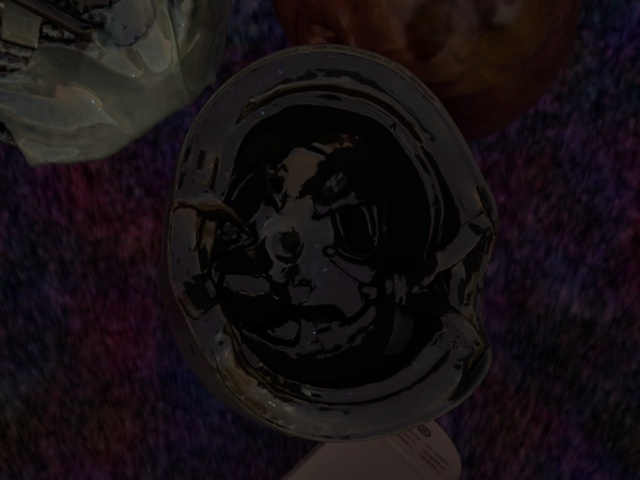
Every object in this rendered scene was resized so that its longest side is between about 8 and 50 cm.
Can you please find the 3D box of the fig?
[{"bbox_3d":[0.068,-0.153,1.064,0.205,0.205,0.205,0,66,0],"label":"fig"}]

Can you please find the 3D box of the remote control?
[{"bbox_3d":[0.020,0.147,1.047,0.077,0.245,0.022,43,116,6],"label":"remote control"}]

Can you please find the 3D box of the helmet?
[{"bbox_3d":[-0.005,0.011,0.860,0.153,0.107,0.177,7,71,-16],"label":"helmet"}]

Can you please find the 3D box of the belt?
[{"bbox_3d":[-0.185,-0.173,1.294,0.257,0.207,0.150,29,28,-4],"label":"belt"}]
